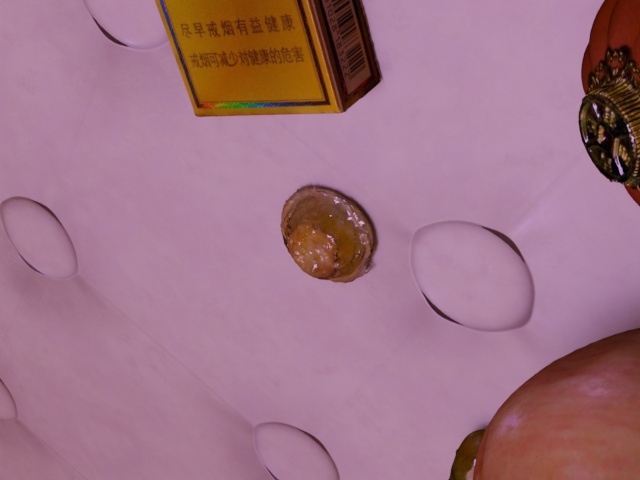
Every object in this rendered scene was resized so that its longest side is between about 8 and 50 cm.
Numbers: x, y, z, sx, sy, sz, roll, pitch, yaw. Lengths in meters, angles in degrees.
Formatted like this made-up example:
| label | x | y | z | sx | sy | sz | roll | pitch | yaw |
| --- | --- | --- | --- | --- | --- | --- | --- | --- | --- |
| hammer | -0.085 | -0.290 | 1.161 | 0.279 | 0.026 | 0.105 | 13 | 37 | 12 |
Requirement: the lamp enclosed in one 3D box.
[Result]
| label | x | y | z | sx | sy | sz | roll | pitch | yaw |
| --- | --- | --- | --- | --- | --- | --- | --- | --- | --- |
| lamp | 0.291 | -0.107 | 0.742 | 0.223 | 0.197 | 0.223 | 158 | 90 | -77 |

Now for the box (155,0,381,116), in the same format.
| label | x | y | z | sx | sy | sz | roll | pitch | yaw |
| --- | --- | --- | --- | --- | --- | --- | --- | --- | --- |
| box | -0.075 | -0.270 | 0.970 | 0.193 | 0.084 | 0.301 | 3 | 124 | 35 |

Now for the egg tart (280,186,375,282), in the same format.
| label | x | y | z | sx | sy | sz | roll | pitch | yaw |
| --- | --- | --- | --- | --- | --- | --- | --- | --- | --- |
| egg tart | 0.000 | 0.000 | 1.151 | 0.129 | 0.049 | 0.128 | 20 | 130 | 25 |

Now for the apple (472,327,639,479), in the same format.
| label | x | y | z | sx | sy | sz | roll | pitch | yaw |
| --- | --- | --- | --- | --- | --- | --- | --- | --- | --- |
| apple | 0.323 | 0.258 | 0.877 | 0.391 | 0.391 | 0.346 | 53 | 151 | -10 |

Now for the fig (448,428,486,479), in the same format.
| label | x | y | z | sx | sy | sz | roll | pitch | yaw |
| --- | --- | --- | --- | --- | --- | --- | --- | --- | --- |
| fig | 0.182 | 0.272 | 1.190 | 0.082 | 0.098 | 0.084 | 60 | 176 | 15 |
